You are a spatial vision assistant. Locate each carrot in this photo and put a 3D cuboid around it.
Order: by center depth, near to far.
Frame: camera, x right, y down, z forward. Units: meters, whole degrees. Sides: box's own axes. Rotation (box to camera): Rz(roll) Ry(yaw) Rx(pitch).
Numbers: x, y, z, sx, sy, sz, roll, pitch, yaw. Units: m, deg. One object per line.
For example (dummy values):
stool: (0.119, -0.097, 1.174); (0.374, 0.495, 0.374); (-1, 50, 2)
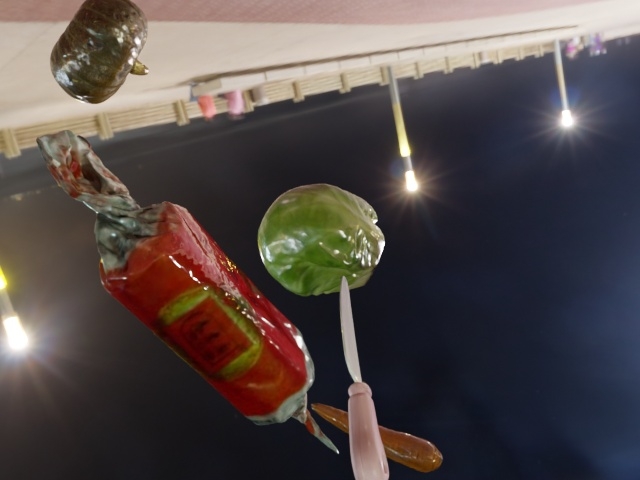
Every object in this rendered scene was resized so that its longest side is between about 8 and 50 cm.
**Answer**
carrot: (0.083, 0.301, 0.844); (0.216, 0.048, 0.048); (21, -161, 7)

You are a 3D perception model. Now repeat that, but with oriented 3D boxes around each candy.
candy: (-0.069, 0.047, 0.354); (0.059, 0.292, 0.086); (-37, -152, 1)

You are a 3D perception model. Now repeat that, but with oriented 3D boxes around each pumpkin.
pumpkin: (-0.411, -0.361, 1.048); (0.162, 0.219, 0.219); (30, 170, -28)

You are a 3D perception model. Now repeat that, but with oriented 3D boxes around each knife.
knife: (0.046, 0.189, 0.811); (0.043, 0.081, 0.336); (-18, -126, 11)

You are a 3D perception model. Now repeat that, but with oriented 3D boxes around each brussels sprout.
brussels sprout: (0.000, 0.000, 1.046); (0.244, 0.244, 0.244); (-13, -167, 3)
